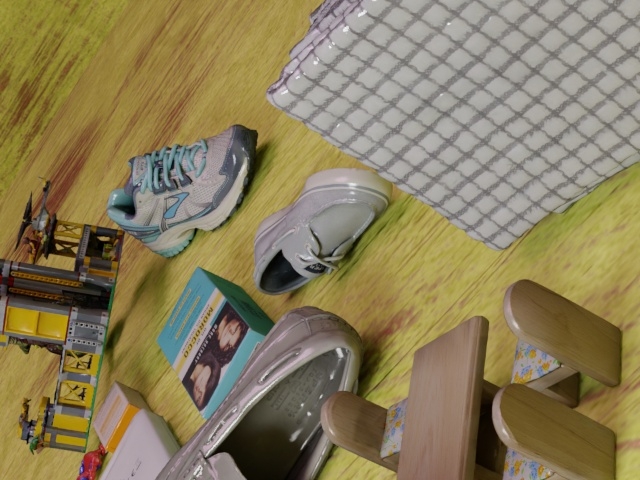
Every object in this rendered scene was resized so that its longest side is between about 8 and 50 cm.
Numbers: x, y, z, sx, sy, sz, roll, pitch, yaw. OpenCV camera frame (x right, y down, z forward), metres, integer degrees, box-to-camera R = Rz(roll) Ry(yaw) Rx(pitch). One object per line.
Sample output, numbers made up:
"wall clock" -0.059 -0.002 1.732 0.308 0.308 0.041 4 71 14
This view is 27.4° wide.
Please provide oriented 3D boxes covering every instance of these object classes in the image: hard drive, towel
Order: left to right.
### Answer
"hard drive" -0.190 0.313 1.336 0.203 0.040 0.307 -61 22 2
"towel" 0.137 -0.144 0.887 0.284 0.235 0.121 -42 26 39

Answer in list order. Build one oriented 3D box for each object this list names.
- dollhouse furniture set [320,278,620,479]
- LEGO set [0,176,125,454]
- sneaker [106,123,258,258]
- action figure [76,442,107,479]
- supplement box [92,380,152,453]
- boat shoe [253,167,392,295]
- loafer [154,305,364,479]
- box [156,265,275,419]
"dollhouse furniture set" 0.051 0.153 0.822 0.212 0.161 0.242 -37 33 47
"LEGO set" -0.366 0.102 1.668 0.331 0.192 0.255 -91 14 -53
"sneaker" -0.181 -0.068 1.652 0.283 0.122 0.110 -38 33 47
"action figure" -0.291 0.297 1.596 0.038 0.030 0.115 3 62 60
"supplement box" -0.235 0.213 1.557 0.062 0.036 0.098 -62 22 2
"boat shoe" -0.001 0.000 1.251 0.227 0.079 0.081 -35 43 58
"loafer" -0.068 0.201 1.101 0.319 0.112 0.111 -61 13 2
"box" -0.100 0.110 1.347 0.100 0.060 0.244 -61 21 3
